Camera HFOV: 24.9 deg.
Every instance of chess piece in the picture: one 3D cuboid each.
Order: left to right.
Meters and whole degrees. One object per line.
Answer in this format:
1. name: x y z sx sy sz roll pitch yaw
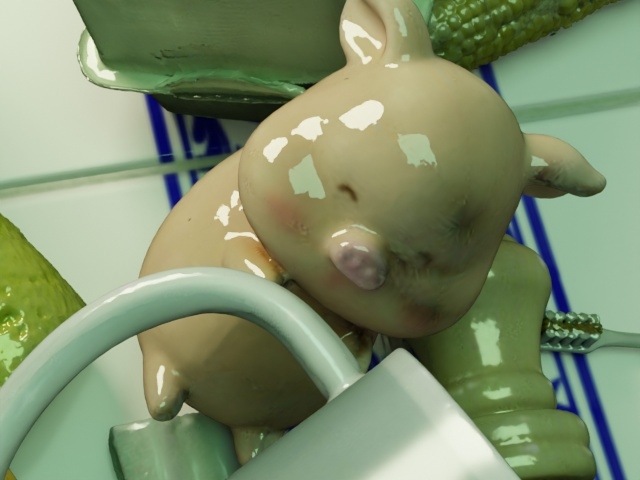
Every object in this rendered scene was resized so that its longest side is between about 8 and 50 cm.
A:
1. chess piece: 0.106 0.123 0.826 0.117 0.117 0.397 -4 66 -12

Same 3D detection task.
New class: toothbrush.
1. toothbrush: 0.298 0.069 0.926 0.342 0.030 0.025 5 71 -10

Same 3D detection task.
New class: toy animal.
1. toy animal: 0.007 0.001 0.779 0.166 0.250 0.154 33 29 -30

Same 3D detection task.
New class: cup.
1. cup: -0.029 0.188 0.615 0.274 0.259 0.356 -37 76 -4

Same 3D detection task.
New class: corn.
1. corn: 0.174 -0.189 0.986 0.288 0.086 0.086 -28 74 -18

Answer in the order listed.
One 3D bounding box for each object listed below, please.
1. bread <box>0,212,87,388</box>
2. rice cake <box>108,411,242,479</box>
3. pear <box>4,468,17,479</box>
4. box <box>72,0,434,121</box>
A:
1. bread: -0.198 0.049 0.808 0.114 0.111 0.129 39 70 -1
2. rice cake: -0.055 0.199 0.800 0.080 0.042 0.221 -13 69 -14
3. pear: -0.227 0.160 0.718 0.178 0.178 0.178 4 66 -9
4. box: -0.024 -0.213 0.889 0.221 0.166 0.290 5 64 20
